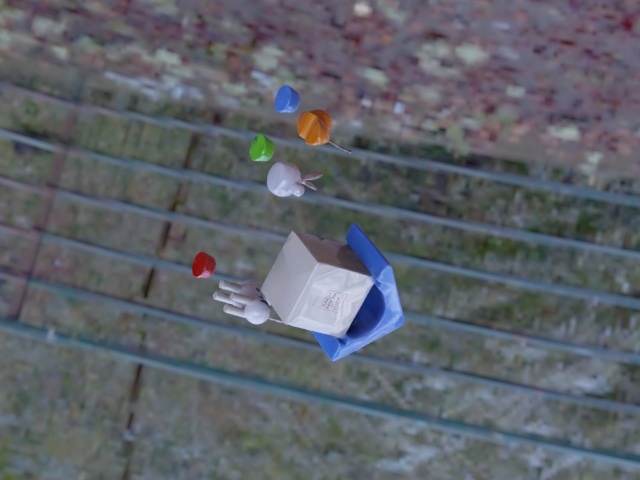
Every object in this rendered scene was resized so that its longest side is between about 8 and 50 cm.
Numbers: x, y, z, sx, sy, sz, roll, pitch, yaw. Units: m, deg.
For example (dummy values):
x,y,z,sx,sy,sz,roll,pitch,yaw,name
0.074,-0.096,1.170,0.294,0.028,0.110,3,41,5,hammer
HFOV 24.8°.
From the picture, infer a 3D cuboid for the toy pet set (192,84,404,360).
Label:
x,y,z,sx,sy,sz,roll,pitch,yaw,name
0.000,0.000,0.780,0.065,0.122,0.114,16,-158,-34,toy pet set
